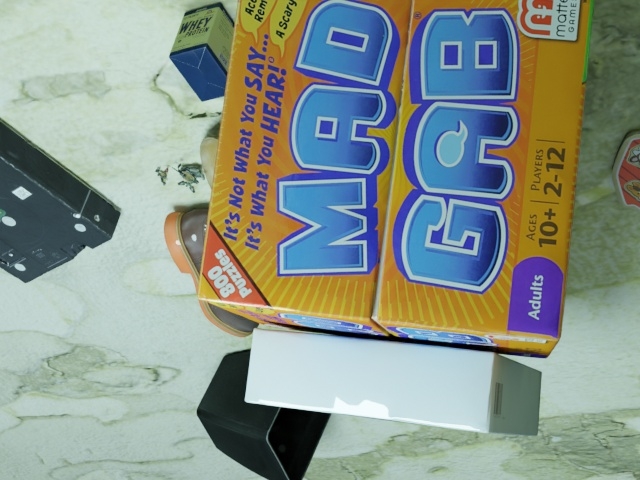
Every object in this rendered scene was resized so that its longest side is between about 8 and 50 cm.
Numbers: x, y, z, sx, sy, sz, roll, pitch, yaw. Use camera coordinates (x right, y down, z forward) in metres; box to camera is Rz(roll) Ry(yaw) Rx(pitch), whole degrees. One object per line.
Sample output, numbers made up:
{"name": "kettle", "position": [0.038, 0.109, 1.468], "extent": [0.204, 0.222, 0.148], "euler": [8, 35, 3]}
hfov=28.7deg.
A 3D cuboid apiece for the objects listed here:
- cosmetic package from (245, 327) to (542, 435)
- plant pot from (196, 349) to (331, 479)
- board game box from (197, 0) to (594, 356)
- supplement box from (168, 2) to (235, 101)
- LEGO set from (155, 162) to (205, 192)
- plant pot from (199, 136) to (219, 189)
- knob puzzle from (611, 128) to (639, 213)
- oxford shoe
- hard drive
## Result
{"name": "cosmetic package", "position": [0.107, 0.180, 1.551], "extent": [0.284, 0.097, 0.377], "euler": [2, 172, 18]}
{"name": "plant pot", "position": [-0.102, 0.294, 2.168], "extent": [0.167, 0.188, 0.187], "euler": [10, 145, 25]}
{"name": "board game box", "position": [0.099, -0.072, 1.387], "extent": [0.356, 0.357, 0.356], "euler": [6, 173, 10]}
{"name": "supplement box", "position": [-0.138, -0.236, 1.572], "extent": [0.056, 0.083, 0.083], "euler": [-10, 137, 27]}
{"name": "LEGO set", "position": [-0.200, -0.098, 1.822], "extent": [0.083, 0.023, 0.054], "euler": [17, 142, 17]}
{"name": "plant pot", "position": [-0.087, -0.049, 1.741], "extent": [0.236, 0.032, 0.236], "euler": [47, 160, 23]}
{"name": "knob puzzle", "position": [0.469, -0.081, 1.638], "extent": [0.213, 0.030, 0.213], "euler": [8, 142, 6]}
{"name": "oxford shoe", "position": [-0.142, 0.055, 1.937], "extent": [0.098, 0.097, 0.271], "euler": [-12, 137, 19]}
{"name": "hard drive", "position": [-0.503, -0.079, 1.893], "extent": [0.237, 0.064, 0.339], "euler": [-25, 129, 38]}
